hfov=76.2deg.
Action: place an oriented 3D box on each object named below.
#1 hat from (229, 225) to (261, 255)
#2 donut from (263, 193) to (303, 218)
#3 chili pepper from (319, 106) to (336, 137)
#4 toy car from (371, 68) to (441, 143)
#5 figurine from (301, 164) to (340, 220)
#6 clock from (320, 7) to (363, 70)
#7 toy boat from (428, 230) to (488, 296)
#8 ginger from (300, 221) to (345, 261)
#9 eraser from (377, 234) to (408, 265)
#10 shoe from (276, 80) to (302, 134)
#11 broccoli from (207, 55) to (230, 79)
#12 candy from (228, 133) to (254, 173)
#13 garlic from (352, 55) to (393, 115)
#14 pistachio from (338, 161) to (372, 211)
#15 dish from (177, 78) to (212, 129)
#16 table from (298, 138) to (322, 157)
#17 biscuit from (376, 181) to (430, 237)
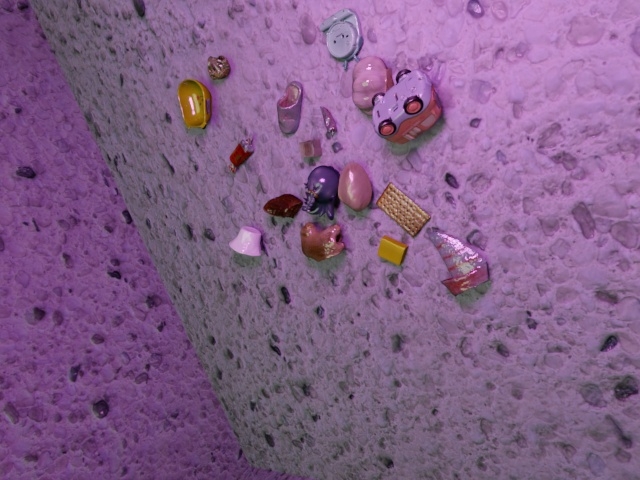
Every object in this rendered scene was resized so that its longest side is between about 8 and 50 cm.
[{"bbox_3d":[-0.415,-0.006,2.343,0.203,0.203,0.126,26,108,27],"label":"hat"},{"bbox_3d":[-0.204,-0.182,2.126,0.187,0.126,0.144,34,119,22],"label":"donut"},{"bbox_3d":[0.037,-0.537,1.837,0.050,0.041,0.153,-25,76,22],"label":"chili pepper"},{"bbox_3d":[0.333,-0.482,1.529,0.271,0.213,0.180,-37,46,39],"label":"toy car"},{"bbox_3d":[0.004,-0.221,1.922,0.175,0.197,0.264,6,114,-3],"label":"figurine"},{"bbox_3d":[0.096,-0.810,1.658,0.159,0.066,0.210,-12,102,41],"label":"clock"},{"bbox_3d":[0.556,0.072,1.685,0.206,0.096,0.282,-37,72,35],"label":"toy boat"},{"bbox_3d":[0.000,0.000,2.040,0.276,0.130,0.221,-35,78,36],"label":"ginger"},{"bbox_3d":[0.327,0.045,1.859,0.122,0.045,0.097,25,123,26],"label":"eraser"},{"bbox_3d":[-0.153,-0.616,1.911,0.103,0.100,0.250,30,122,24],"label":"shoe"},{"bbox_3d":[-0.519,-0.878,2.068,0.130,0.120,0.131,-24,60,22],"label":"broccoli"},{"bbox_3d":[-0.429,-0.469,2.213,0.292,0.059,0.086,-39,80,40],"label":"candy"},{"bbox_3d":[0.188,-0.605,1.628,0.178,0.143,0.229,-2,116,36],"label":"garlic"},{"bbox_3d":[0.150,-0.237,1.827,0.152,0.126,0.223,-12,98,6],"label":"pistachio"},{"bbox_3d":[-0.666,-0.748,2.243,0.221,0.108,0.262,10,113,34],"label":"dish"},{"bbox_3d":[-0.048,-0.436,1.929,0.083,0.062,0.079,3,111,37],"label":"table"},{"bbox_3d":[0.355,-0.133,1.780,0.231,0.016,0.139,43,129,15],"label":"biscuit"}]
